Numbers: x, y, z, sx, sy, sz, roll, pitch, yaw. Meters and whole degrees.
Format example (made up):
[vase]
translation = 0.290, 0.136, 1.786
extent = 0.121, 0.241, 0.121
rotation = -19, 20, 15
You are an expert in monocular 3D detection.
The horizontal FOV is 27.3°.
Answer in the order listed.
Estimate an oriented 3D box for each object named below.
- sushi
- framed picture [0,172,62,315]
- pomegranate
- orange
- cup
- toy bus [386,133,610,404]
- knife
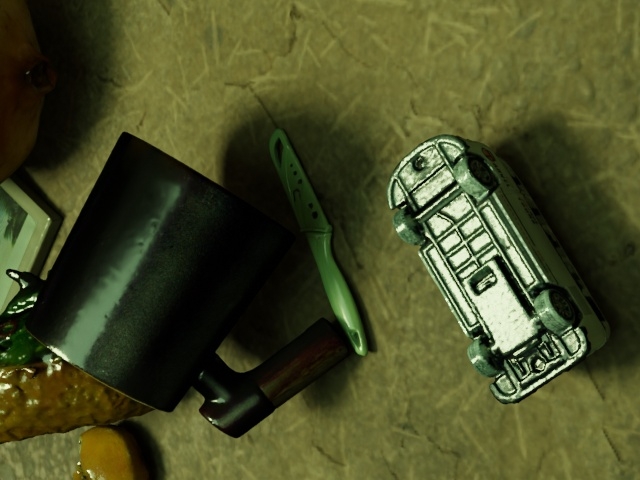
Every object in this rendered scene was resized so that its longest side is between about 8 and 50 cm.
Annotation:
[sushi]
translation = -0.245, 0.096, 1.213
extent = 0.287, 0.149, 0.140
rotation = -10, 118, 3
[framed picture]
translation = -0.402, 0.035, 1.413
extent = 0.232, 0.024, 0.315
rotation = 41, 119, 26
[pomegranate]
translation = -0.376, -0.155, 1.239
extent = 0.264, 0.264, 0.264
rotation = 5, 98, 38
[orange]
translation = -0.202, 0.218, 1.252
extent = 0.086, 0.062, 0.086
rotation = 5, 99, 35
[cup]
translation = -0.105, 0.046, 1.059
extent = 0.239, 0.166, 0.177
rotation = 30, 86, 19
[toy bus]
translation = 0.129, 0.014, 0.951
extent = 0.087, 0.089, 0.194
rotation = -40, 71, 32
[knife]
translation = 0.000, 0.000, 1.100
extent = 0.030, 0.014, 0.207
rotation = -33, 74, 37
